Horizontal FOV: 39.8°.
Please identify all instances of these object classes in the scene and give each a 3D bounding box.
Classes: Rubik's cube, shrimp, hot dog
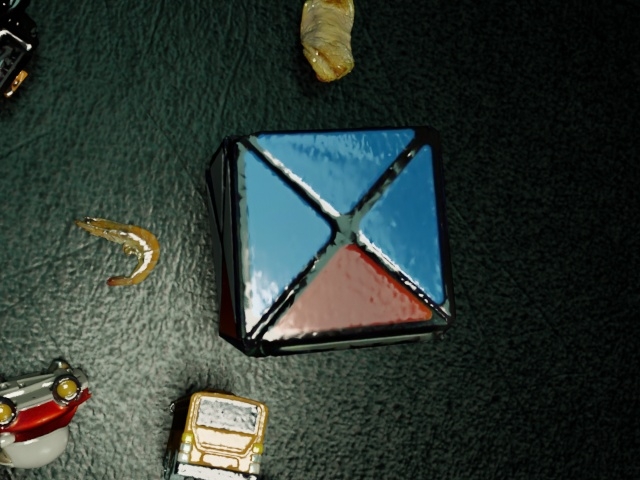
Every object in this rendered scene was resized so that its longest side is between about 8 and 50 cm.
[{"bbox_3d":[0.000,0.000,1.063,0.247,0.250,0.248,-3,89,-13],"label":"Rubik's cube"},{"bbox_3d":[-0.262,0.014,1.116,0.114,0.023,0.083,21,85,-15],"label":"shrimp"},{"bbox_3d":[0.006,-0.269,1.175,0.078,0.061,0.168,15,57,-19],"label":"hot dog"}]

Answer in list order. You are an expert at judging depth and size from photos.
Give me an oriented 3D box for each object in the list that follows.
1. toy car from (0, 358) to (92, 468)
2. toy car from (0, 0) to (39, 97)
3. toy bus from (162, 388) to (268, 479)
[{"bbox_3d":[-0.340,0.214,1.050,0.139,0.112,0.112,-14,104,-23],"label":"toy car"},{"bbox_3d":[-0.473,-0.270,1.011,0.301,0.118,0.193,39,78,-31],"label":"toy car"},{"bbox_3d":[-0.129,0.233,1.046,0.098,0.201,0.114,12,76,-11],"label":"toy bus"}]
